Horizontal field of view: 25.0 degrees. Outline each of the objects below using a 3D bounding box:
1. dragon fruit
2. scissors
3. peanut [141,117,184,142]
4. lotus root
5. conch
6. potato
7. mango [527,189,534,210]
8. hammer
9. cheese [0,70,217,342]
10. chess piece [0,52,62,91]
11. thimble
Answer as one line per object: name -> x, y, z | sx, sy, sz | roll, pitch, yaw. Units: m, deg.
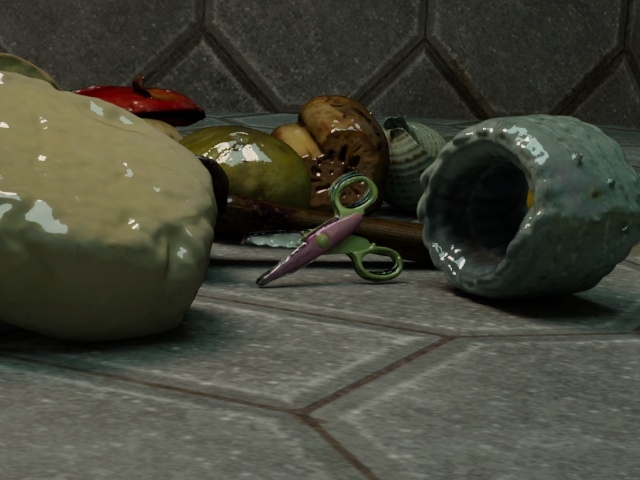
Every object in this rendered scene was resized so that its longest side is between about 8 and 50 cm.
dragon fruit -> -0.365, -0.194, 2.287 | 0.343, 0.100, 0.282 | -14, 1, 4
scissors -> 0.000, 0.000, 1.628 | 0.187, 0.134, 0.020 | -17, -9, -28
peanut -> -0.316, -0.115, 2.151 | 0.253, 0.122, 0.137 | -5, -25, -37
lotus root -> 0.008, -0.127, 2.136 | 0.193, 0.193, 0.291 | 2, 10, -9
conch -> 0.135, -0.110, 2.229 | 0.200, 0.131, 0.172 | 19, 29, -51
potato -> -0.113, -0.079, 1.929 | 0.197, 0.149, 0.228 | 17, 5, -9
mango -> 0.313, -0.057, 2.166 | 0.103, 0.076, 0.161 | 15, 17, 32
hammer -> -0.028, -0.016, 1.730 | 0.408, 0.095, 0.242 | 11, -5, -15
cheese -> -0.249, -0.039, 1.360 | 0.326, 0.115, 0.318 | 40, 30, 29
chess piece -> -0.542, -0.146, 1.964 | 0.234, 0.234, 0.442 | -5, 10, -43
thimble -> 0.229, -0.038, 1.598 | 0.171, 0.205, 0.250 | -2, 8, -31
